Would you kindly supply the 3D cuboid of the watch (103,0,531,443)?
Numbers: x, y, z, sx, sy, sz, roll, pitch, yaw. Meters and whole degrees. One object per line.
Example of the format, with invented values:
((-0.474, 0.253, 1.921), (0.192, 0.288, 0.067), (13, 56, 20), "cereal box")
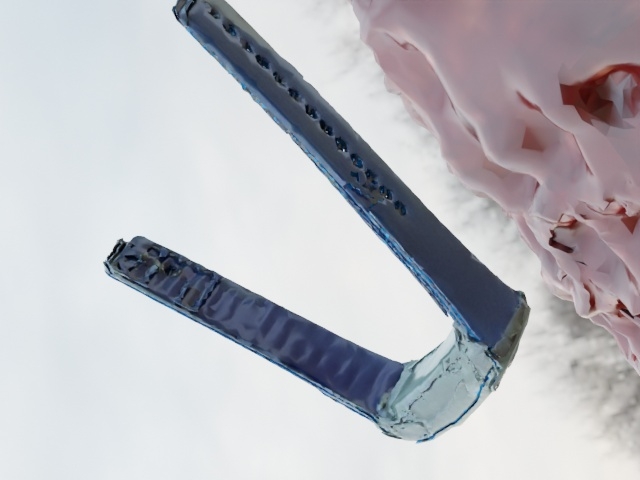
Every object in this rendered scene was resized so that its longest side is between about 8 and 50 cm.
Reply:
((0.008, -0.003, 0.880), (0.068, 0.274, 0.276), (-56, -5, -37), "watch")

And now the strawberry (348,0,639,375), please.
((0.178, -0.064, 0.500), (0.295, 0.317, 0.345), (-111, 3, -86), "strawberry")
